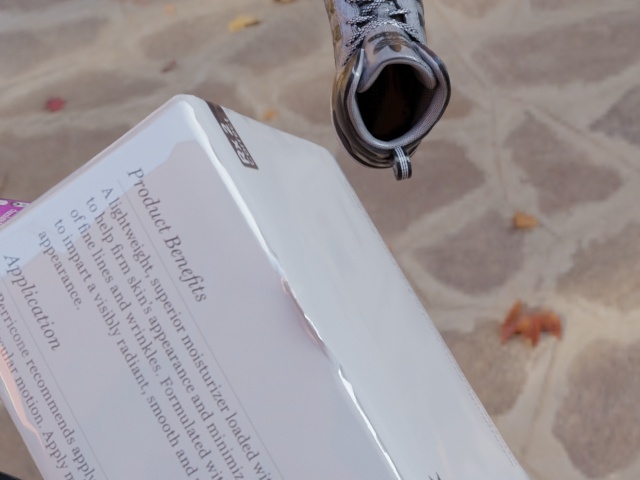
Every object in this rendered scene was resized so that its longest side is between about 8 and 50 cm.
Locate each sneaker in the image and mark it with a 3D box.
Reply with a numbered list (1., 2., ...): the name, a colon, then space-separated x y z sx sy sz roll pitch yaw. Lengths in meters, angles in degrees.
1. sneaker: 0.049 -0.180 1.175 0.101 0.269 0.153 -9 14 -5

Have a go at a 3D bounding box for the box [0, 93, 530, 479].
1. box: -0.023 0.058 0.575 0.119 0.182 0.181 -33 78 13

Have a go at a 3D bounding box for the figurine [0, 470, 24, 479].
1. figurine: -0.144 0.192 0.857 0.209 0.215 0.092 5 53 -11

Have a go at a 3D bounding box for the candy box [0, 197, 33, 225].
1. candy box: -0.103 0.035 0.858 0.233 0.071 0.159 7 15 -8
